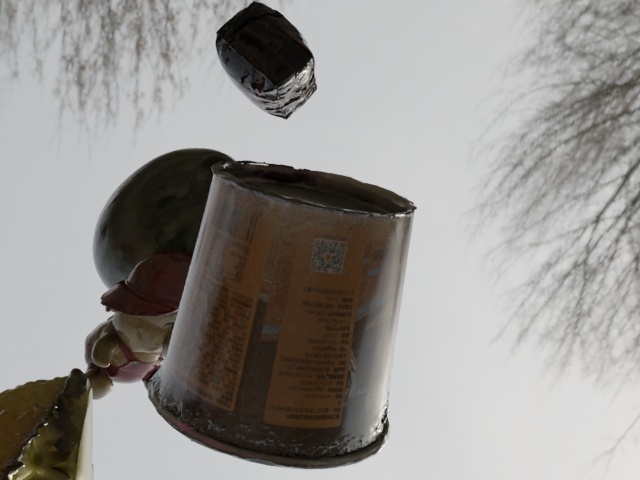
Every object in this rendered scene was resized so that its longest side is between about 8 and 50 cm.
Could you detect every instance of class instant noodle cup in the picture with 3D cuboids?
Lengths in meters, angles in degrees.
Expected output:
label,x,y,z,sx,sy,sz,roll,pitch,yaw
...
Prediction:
label,x,y,z,sx,sy,sz,roll,pitch,yaw
instant noodle cup,-0.025,0.050,0.702,0.218,0.207,0.217,11,-166,-3

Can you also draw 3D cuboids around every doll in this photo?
label,x,y,z,sx,sy,sz,roll,pitch,yaw
doll,-0.268,0.133,1.296,0.152,0.256,0.196,36,-158,5

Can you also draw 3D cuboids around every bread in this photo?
label,x,y,z,sx,sy,sz,roll,pitch,yaw
bread,-0.324,0.273,0.842,0.163,0.204,0.262,-4,-164,9

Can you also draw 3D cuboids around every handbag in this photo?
label,x,y,z,sx,sy,sz,roll,pitch,yaw
handbag,-0.090,-0.326,1.525,0.169,0.155,0.215,48,178,6

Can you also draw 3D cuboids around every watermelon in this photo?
label,x,y,z,sx,sy,sz,roll,pitch,yaw
watermelon,-0.268,-0.008,1.533,0.279,0.359,0.279,43,176,4
